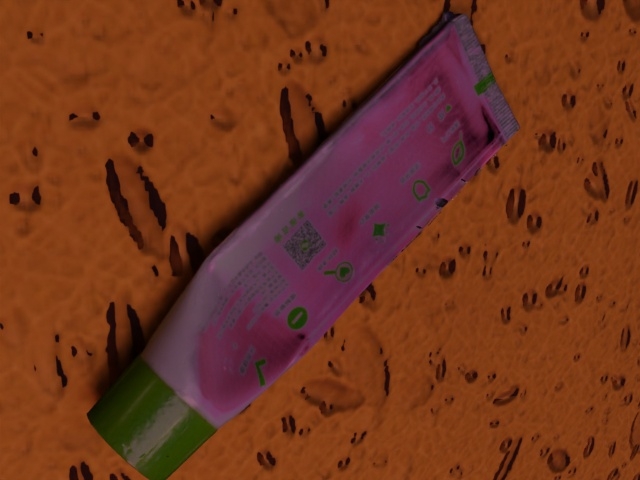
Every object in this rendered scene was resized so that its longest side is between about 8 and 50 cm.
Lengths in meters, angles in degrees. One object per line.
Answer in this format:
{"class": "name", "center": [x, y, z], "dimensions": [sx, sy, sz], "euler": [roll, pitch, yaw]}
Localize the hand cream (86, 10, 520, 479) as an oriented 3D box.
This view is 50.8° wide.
{"class": "hand cream", "center": [0.001, 0.000, 0.343], "dimensions": [0.275, 0.050, 0.079], "euler": [-46, 151, -13]}
